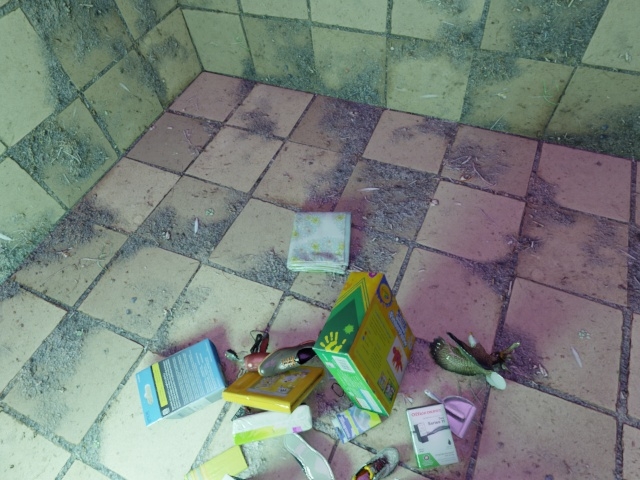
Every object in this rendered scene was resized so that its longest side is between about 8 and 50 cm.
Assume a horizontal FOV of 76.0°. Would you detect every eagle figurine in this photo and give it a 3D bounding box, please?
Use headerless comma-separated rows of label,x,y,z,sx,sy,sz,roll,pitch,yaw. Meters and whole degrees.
eagle figurine,0.632,0.479,1.708,0.298,0.227,0.225,3,18,-11

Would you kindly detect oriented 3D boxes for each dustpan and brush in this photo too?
dustpan and brush,0.517,0.678,1.669,0.211,0.060,0.147,28,64,23

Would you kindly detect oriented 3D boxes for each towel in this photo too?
towel,0.000,0.000,2.168,0.320,0.090,0.375,3,56,7
towel,-0.415,0.921,1.631,0.237,0.021,0.102,-26,63,-13

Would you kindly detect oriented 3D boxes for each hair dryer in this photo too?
hair dryer,-0.259,0.481,1.801,0.293,0.080,0.223,19,39,36

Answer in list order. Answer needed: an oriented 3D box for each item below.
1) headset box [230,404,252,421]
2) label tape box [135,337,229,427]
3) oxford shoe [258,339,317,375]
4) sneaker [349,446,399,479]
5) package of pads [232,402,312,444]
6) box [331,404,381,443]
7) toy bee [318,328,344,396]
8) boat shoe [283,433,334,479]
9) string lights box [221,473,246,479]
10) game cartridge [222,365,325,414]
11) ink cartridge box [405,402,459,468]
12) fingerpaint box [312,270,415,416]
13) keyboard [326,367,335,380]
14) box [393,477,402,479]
headset box,-0.328,0.744,1.732,0.062,0.032,0.083,27,62,21
label tape box,-0.601,0.626,1.796,0.347,0.115,0.249,-26,57,-8
oxford shoe,-0.128,0.481,1.673,0.271,0.098,0.097,-23,87,-9
sneaker,0.210,0.870,1.552,0.225,0.093,0.088,-33,59,-16
package of pads,-0.185,0.712,1.610,0.296,0.229,0.101,-8,71,-7
box,0.146,0.739,1.680,0.178,0.042,0.109,-24,57,-11
toy bee,0.097,0.488,1.777,0.162,0.195,0.298,-47,61,24
boat shoe,-0.044,0.858,1.597,0.254,0.079,0.095,31,67,26
string lights box,-0.277,0.921,1.469,0.133,0.260,0.077,26,62,21
game cartridge,-0.186,0.581,1.667,0.323,0.053,0.285,0,12,28
ink cartridge box,0.426,0.750,1.585,0.152,0.087,0.209,-12,68,3
fingerpaint box,0.194,0.406,1.626,0.163,0.445,0.371,0,45,36
keyboard,0.155,0.568,1.815,0.255,0.014,0.072,-8,50,1
box,0.271,0.922,1.393,0.087,0.290,0.169,12,60,16
